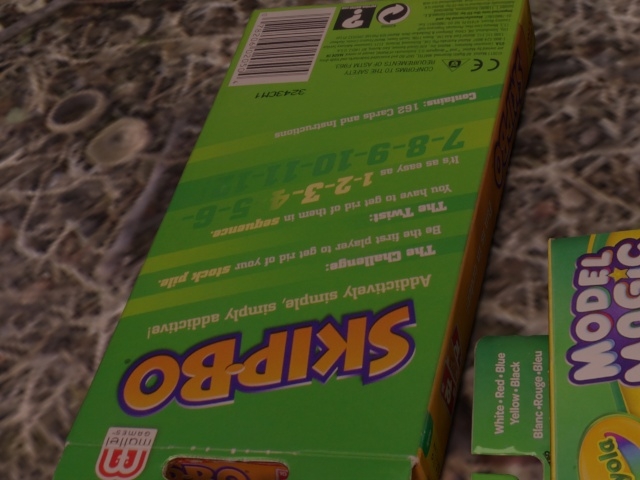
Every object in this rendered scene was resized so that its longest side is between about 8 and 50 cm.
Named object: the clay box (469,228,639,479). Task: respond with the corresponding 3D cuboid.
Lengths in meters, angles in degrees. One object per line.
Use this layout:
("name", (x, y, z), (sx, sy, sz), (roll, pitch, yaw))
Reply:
("clay box", (0.149, 0.050, 0.411), (0.222, 0.053, 0.127), (-6, 44, 13))

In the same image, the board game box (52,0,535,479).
("board game box", (0.000, 0.000, 0.532), (0.124, 0.039, 0.259), (-1, 43, 21))
